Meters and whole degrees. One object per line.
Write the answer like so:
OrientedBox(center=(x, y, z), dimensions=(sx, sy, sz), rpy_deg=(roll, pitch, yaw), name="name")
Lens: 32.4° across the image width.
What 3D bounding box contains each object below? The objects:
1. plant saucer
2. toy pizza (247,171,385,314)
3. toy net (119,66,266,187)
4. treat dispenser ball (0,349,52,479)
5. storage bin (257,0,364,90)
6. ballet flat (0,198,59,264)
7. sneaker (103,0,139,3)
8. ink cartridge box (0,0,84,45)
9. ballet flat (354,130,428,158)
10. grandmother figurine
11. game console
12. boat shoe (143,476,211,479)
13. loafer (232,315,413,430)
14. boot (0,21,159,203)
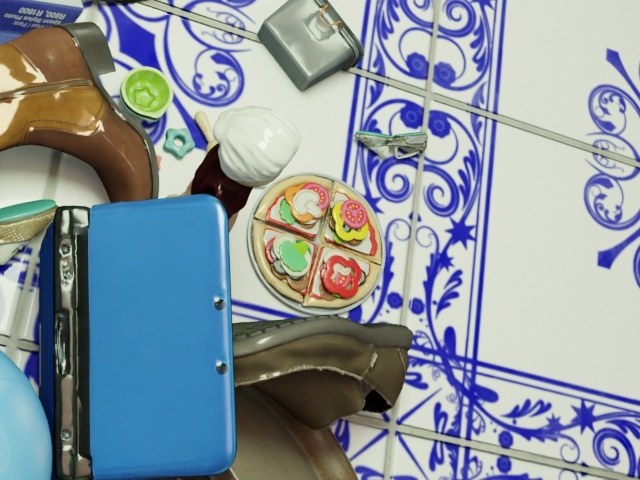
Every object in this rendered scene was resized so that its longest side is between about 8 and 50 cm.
OrientedBox(center=(-0.054, 0.252, 1.270), dimensions=(0.050, 0.310, 0.311), rpy_deg=(-39, 91, 14), name="plant saucer")
OrientedBox(center=(0.000, 0.000, 1.477), dimensions=(0.201, 0.032, 0.201), rpy_deg=(7, 71, -21), name="toy pizza")
OrientedBox(center=(-0.169, -0.125, 1.438), dimensions=(0.232, 0.045, 0.122), rpy_deg=(29, 64, -13), name="toy net")
OrientedBox(center=(-0.411, 0.219, 1.082), dimensions=(0.288, 0.288, 0.288), rpy_deg=(7, 70, -21), name="treat dispenser ball")
OrientedBox(center=(-0.018, -0.280, 1.533), dimensions=(0.091, 0.098, 0.135), rpy_deg=(-39, 91, -18), name="storage bin")
OrientedBox(center=(-0.404, 0.001, 1.293), dimensions=(0.206, 0.073, 0.067), rpy_deg=(-12, 106, -24), name="ballet flat")
OrientedBox(center=(-0.237, -0.396, 1.477), dimensions=(0.227, 0.087, 0.130), rpy_deg=(-23, 82, -31), name="sneaker")
OrientedBox(center=(-0.438, -0.347, 1.303), dimensions=(0.324, 0.071, 0.330), rpy_deg=(-7, 75, -53), name="ink cartridge box")
OrientedBox(center=(0.101, -0.136, 1.565), dimensions=(0.114, 0.041, 0.041), rpy_deg=(-1, 74, -23), name="ballet flat")
OrientedBox(center=(-0.112, -0.064, 1.273), dimensions=(0.104, 0.342, 0.208), rpy_deg=(17, 68, -17), name="grandmother figurine")
OrientedBox(center=(-0.210, 0.115, 1.209), dimensions=(0.173, 0.250, 0.293), rpy_deg=(2, 77, -20), name="game console")
OrientedBox(center=(-0.164, 0.261, 1.288), dimensions=(0.123, 0.123, 0.342), rpy_deg=(-37, 90, 4), name="boat shoe")
OrientedBox(center=(0.006, 0.159, 1.304), dimensions=(0.366, 0.133, 0.130), rpy_deg=(9, 77, -53), name="loafer")
OrientedBox(center=(-0.337, -0.111, 1.269), dimensions=(0.280, 0.096, 0.264), rpy_deg=(-25, 103, -42), name="boot")
